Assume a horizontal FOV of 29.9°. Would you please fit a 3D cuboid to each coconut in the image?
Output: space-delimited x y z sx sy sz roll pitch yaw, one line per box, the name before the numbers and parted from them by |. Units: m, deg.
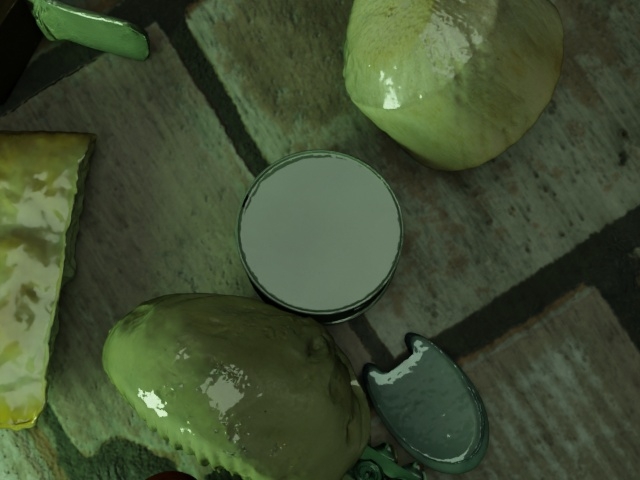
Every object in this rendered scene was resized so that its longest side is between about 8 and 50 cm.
coconut | 0.188 -0.243 1.644 0.328 0.329 0.329 0 81 2

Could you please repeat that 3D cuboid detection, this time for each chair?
chair | -0.429 -0.288 1.727 0.319 0.160 0.186 28 78 6

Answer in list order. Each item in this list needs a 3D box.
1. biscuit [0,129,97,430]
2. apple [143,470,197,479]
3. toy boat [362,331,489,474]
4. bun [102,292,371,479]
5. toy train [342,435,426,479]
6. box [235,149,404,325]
biscuit | -0.546 0.052 1.702 0.446 0.104 0.430 1 81 -1
apple | -0.174 0.465 1.544 0.288 0.288 0.317 17 74 4
toy boat | 0.152 0.234 1.676 0.134 0.079 0.208 -36 71 -10
bun | -0.111 0.181 1.547 0.362 0.326 0.235 25 83 29
toy train | 0.065 0.335 1.645 0.175 0.074 0.118 29 115 15
box | 0.000 0.000 1.665 0.226 0.149 0.226 0 80 1
